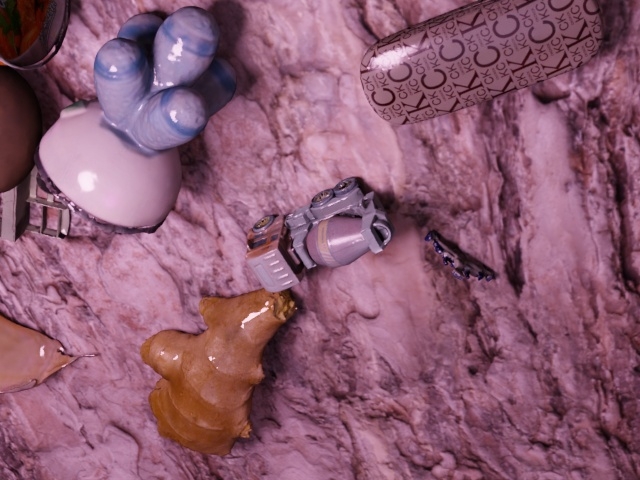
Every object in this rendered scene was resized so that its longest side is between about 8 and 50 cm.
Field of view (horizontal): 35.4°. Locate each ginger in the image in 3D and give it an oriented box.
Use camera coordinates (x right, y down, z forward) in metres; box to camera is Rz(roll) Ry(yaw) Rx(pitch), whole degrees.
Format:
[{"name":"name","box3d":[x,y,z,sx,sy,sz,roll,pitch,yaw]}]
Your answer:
[{"name":"ginger","box3d":[-0.191,0.210,1.812,0.236,0.166,0.376,30,100,30]}]

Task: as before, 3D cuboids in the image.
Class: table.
[{"name":"table","box3d":[-0.513,-0.076,1.689,0.175,0.062,0.146,14,122,2]}]

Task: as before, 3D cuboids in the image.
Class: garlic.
[{"name":"garlic","box3d":[-0.604,0.195,1.826,0.338,0.151,0.196,37,106,-16]}]

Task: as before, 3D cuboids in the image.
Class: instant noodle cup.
[{"name":"instant noodle cup","box3d":[-0.517,-0.372,1.395,0.213,0.296,0.296,-3,121,19]}]

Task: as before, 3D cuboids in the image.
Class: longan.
[{"name":"longan","box3d":[-0.519,-0.178,1.541,0.198,0.198,0.213,-4,87,10]}]

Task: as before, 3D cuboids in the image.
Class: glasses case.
[{"name":"glasses case","box3d":[0.228,-0.272,1.452,0.354,0.085,0.137,-17,116,17]}]

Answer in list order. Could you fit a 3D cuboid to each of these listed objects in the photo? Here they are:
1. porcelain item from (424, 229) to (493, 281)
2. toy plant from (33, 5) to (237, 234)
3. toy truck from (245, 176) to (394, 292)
[{"name":"porcelain item","box3d":[0.227,0.040,1.648,0.136,0.075,0.021,33,119,-12]},{"name":"toy plant","box3d":[-0.250,-0.201,1.487,0.247,0.247,0.332,32,118,-12]},{"name":"toy truck","box3d":[0.000,0.000,1.617,0.256,0.140,0.108,-22,116,20]}]
